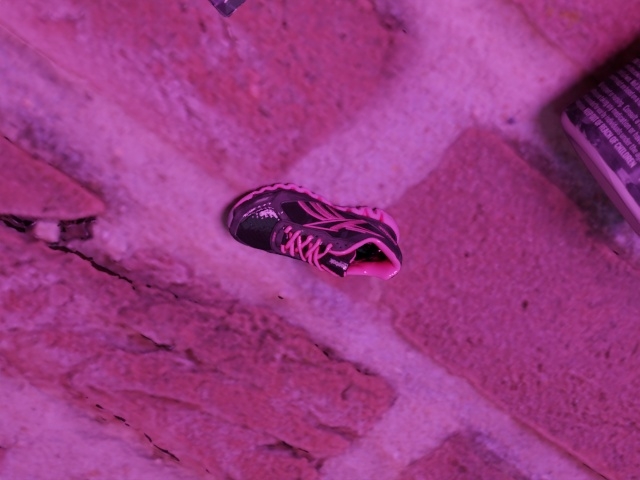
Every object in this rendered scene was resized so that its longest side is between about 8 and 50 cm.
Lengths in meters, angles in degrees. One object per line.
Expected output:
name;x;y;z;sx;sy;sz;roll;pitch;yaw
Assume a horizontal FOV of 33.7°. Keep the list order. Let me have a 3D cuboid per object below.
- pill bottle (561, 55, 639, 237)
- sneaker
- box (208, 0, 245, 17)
pill bottle;0.280;-0.096;0.632;0.246;0.130;0.130;-36;124;11
sneaker;0.000;0.000;0.672;0.119;0.057;0.047;8;122;-17
box;-0.084;-0.172;0.472;0.029;0.162;0.116;-41;123;13
